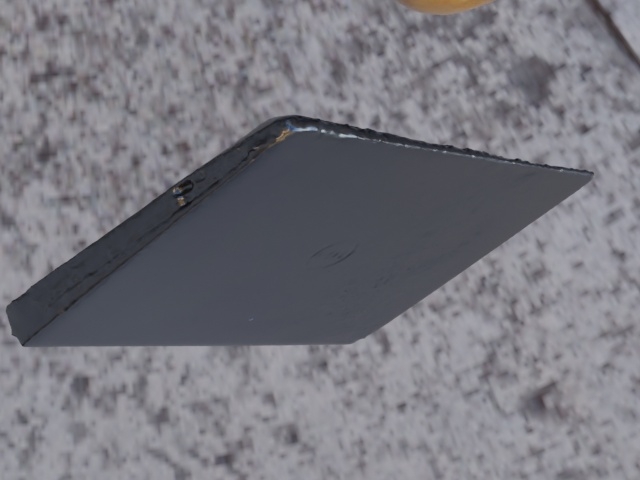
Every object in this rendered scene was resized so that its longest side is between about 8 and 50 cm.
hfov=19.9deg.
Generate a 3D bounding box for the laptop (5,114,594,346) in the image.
[{"bbox_3d":[0.000,0.000,0.640,0.135,0.016,0.197,-35,158,28],"label":"laptop"}]

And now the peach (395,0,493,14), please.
[{"bbox_3d":[0.077,-0.212,1.161,0.138,0.138,0.138,-5,121,-8],"label":"peach"}]
